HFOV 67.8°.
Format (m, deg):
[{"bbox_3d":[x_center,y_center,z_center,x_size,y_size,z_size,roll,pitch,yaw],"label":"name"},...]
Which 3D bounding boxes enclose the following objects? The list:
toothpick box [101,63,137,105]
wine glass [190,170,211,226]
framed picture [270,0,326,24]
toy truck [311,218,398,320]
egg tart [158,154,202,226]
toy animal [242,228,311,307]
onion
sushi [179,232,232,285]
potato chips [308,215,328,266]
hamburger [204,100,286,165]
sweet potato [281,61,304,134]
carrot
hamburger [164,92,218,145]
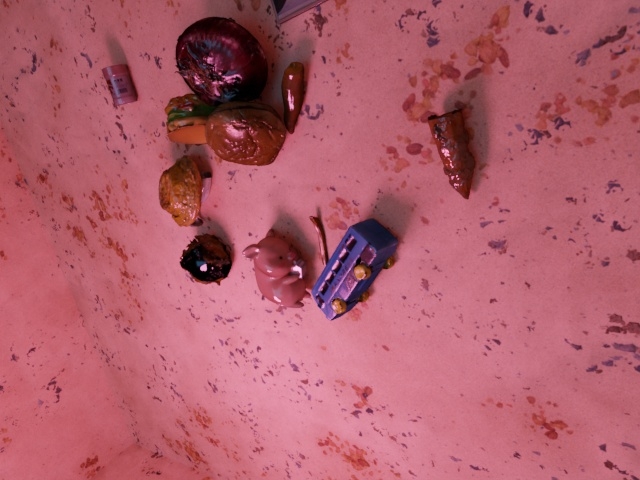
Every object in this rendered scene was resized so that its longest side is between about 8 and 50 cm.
[{"bbox_3d":[-0.830,-0.643,1.975,0.098,0.098,0.149,0,113,36],"label":"toothpick box"},{"bbox_3d":[-0.501,-0.177,1.989,0.074,0.074,0.262,35,127,17],"label":"wine glass"},{"bbox_3d":[-0.074,-0.759,1.428,0.203,0.015,0.150,-6,108,37],"label":"framed picture"},{"bbox_3d":[0.112,0.109,1.638,0.162,0.161,0.385,47,132,22],"label":"toy truck"},{"bbox_3d":[-0.577,-0.198,1.933,0.294,0.123,0.294,8,100,55],"label":"egg tart"},{"bbox_3d":[-0.156,0.114,1.804,0.212,0.195,0.256,7,113,24],"label":"toy animal"},{"bbox_3d":[-0.310,-0.582,1.555,0.313,0.232,0.314,16,149,10],"label":"onion"},{"bbox_3d":[-0.494,0.097,2.049,0.204,0.213,0.200,-52,56,26],"label":"sushi"},{"bbox_3d":[0.000,0.000,1.739,0.026,0.037,0.204,9,123,43],"label":"potato chips"},{"bbox_3d":[-0.252,-0.351,1.606,0.285,0.265,0.135,120,144,-58],"label":"hamburger"},{"bbox_3d":[-0.094,-0.464,1.550,0.077,0.077,0.244,32,139,19],"label":"sweet potato"},{"bbox_3d":[0.376,-0.233,1.327,0.101,0.102,0.263,-5,115,37],"label":"carrot"},{"bbox_3d":[-0.457,-0.446,1.730,0.237,0.237,0.149,-13,84,39],"label":"hamburger"}]
